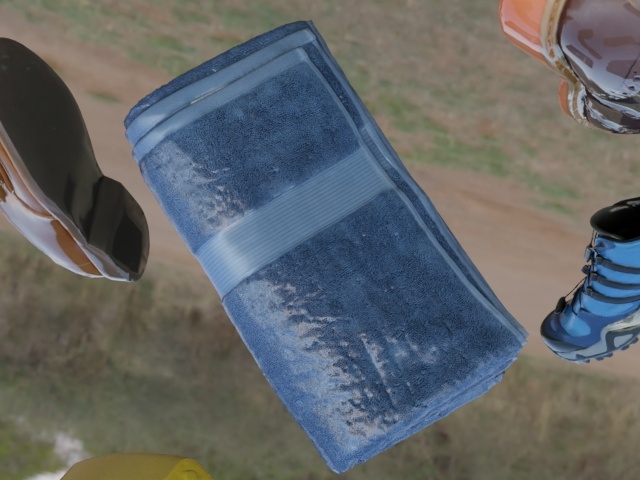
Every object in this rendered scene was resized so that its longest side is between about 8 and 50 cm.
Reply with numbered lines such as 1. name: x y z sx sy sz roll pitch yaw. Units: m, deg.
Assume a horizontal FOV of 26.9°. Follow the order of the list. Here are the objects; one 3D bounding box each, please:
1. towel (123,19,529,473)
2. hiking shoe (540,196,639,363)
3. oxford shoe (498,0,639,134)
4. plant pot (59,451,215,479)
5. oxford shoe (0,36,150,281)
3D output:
1. towel: 0.000 0.000 0.373 0.119 0.067 0.029 58 162 9
2. hiking shoe: 0.320 0.018 1.396 0.132 0.113 0.304 38 134 -9
3. oxford shoe: 0.169 -0.080 0.619 0.098 0.097 0.271 35 -166 24
4. plant pot: -0.145 0.295 1.089 0.212 0.212 0.187 49 136 -7
5. oxford shoe: -0.182 -0.041 0.848 0.076 0.076 0.212 0 142 19
